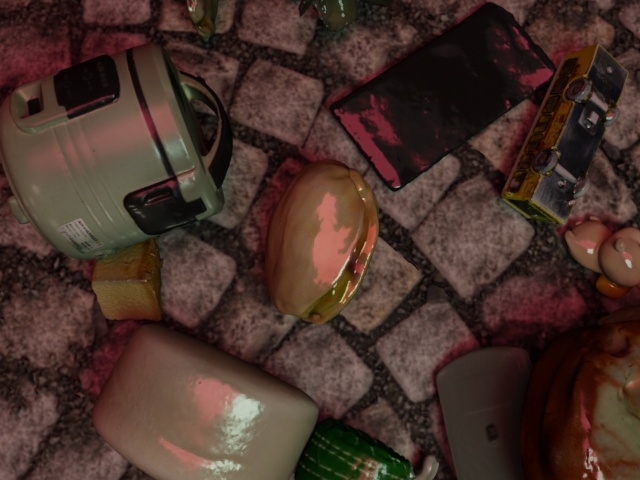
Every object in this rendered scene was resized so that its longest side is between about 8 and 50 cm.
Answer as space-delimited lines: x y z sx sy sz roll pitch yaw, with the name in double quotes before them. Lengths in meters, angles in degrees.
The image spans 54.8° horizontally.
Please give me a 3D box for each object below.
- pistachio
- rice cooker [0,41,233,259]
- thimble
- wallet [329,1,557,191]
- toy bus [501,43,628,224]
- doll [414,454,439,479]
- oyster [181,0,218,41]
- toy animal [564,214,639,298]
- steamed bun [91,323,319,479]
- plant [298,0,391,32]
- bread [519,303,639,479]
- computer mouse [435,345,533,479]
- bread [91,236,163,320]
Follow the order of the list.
"pistachio" 0.000 0.000 0.761 0.145 0.117 0.200 13 89 39
"rice cooker" -0.223 -0.103 0.713 0.244 0.226 0.225 -18 83 -5
"thimble" 0.038 0.269 0.712 0.130 0.118 0.090 22 78 21
"wallet" 0.166 -0.198 0.829 0.285 0.030 0.146 -35 81 -6
"toy bus" 0.314 -0.136 0.789 0.081 0.074 0.226 28 82 -26
"doll" 0.114 0.339 0.737 0.135 0.071 0.113 -36 76 -1
"oyster" -0.196 -0.437 0.810 0.111 0.166 0.341 -21 66 5
"toy animal" 0.375 0.010 0.775 0.091 0.082 0.114 -39 83 -7
"steamed bun" -0.133 0.198 0.701 0.242 0.164 0.146 25 84 3
"plant" 0.011 -0.380 0.800 0.143 0.131 0.203 -6 73 -3
"bread" 0.368 0.220 0.666 0.328 0.114 0.295 -21 87 -31
"computer mouse" 0.218 0.239 0.732 0.128 0.079 0.230 -21 65 31
"bread" -0.245 0.039 0.796 0.084 0.080 0.109 -3 47 -1
